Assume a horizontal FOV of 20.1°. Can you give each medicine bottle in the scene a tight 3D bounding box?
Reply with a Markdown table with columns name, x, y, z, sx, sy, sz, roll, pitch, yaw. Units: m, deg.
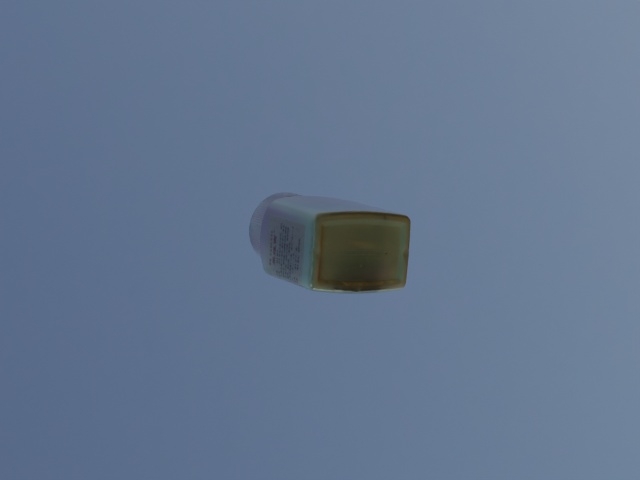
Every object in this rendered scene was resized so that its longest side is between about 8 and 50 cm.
| name | x | y | z | sx | sy | sz | roll | pitch | yaw |
| --- | --- | --- | --- | --- | --- | --- | --- | --- | --- |
| medicine bottle | 0.000 | 0.000 | 1.189 | 0.074 | 0.118 | 0.055 | -1 | -81 | -28 |
